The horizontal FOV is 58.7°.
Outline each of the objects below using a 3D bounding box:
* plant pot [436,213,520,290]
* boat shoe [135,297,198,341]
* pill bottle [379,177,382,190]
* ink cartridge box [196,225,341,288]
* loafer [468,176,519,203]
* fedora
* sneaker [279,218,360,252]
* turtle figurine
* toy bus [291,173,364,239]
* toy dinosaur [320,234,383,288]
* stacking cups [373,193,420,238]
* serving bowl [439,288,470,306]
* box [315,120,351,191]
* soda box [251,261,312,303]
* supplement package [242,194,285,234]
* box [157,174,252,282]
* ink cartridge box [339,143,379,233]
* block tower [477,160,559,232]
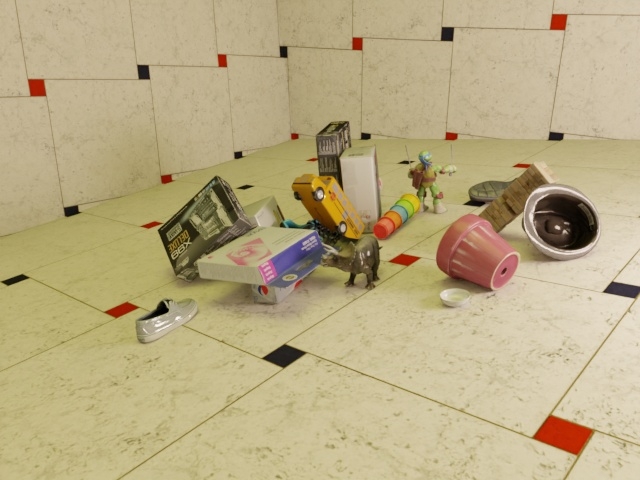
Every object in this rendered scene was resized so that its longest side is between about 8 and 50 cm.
[{"bbox_3d":[0.472,0.047,1.672,0.201,0.201,0.180,-20,39,-32],"label":"plant pot"},{"bbox_3d":[-0.446,0.212,1.660,0.079,0.081,0.227,5,23,30],"label":"boat shoe"},{"bbox_3d":[0.214,-0.252,2.719,0.160,0.087,0.087,-22,25,-36],"label":"pill bottle"},{"bbox_3d":[-0.155,0.041,1.770,0.330,0.071,0.324,3,22,32],"label":"ink cartridge box"},{"bbox_3d":[0.779,-0.198,2.411,0.303,0.095,0.109,-10,50,4],"label":"loafer"},{"bbox_3d":[0.751,-0.052,1.831,0.276,0.243,0.124,6,-10,-8],"label":"fedora"},{"bbox_3d":[0.000,0.000,2.013,0.341,0.139,0.125,3,20,21],"label":"sneaker"},{"bbox_3d":[0.471,-0.263,2.395,0.198,0.266,0.274,-5,20,4],"label":"turtle figurine"},{"bbox_3d":[0.032,-0.120,2.066,0.108,0.332,0.130,6,54,41],"label":"toy bus"},{"bbox_3d":[0.141,0.051,1.788,0.121,0.160,0.313,12,26,40],"label":"toy dinosaur"},{"bbox_3d":[0.303,-0.095,2.247,0.096,0.096,0.316,4,23,27],"label":"stacking cups"},{"bbox_3d":[0.376,0.164,1.592,0.083,0.027,0.083,-6,20,2],"label":"serving bowl"},{"bbox_3d":[0.072,-0.281,2.395,0.097,0.394,0.318,-1,21,12],"label":"box"},{"bbox_3d":[-0.116,0.100,1.835,0.091,0.098,0.286,1,21,25],"label":"soda box"},{"bbox_3d":[-0.264,-0.039,2.128,0.204,0.145,0.262,-20,16,17],"label":"supplement package"},{"bbox_3d":[-0.408,-0.041,1.983,0.307,0.076,0.242,-41,52,11],"label":"box"},{"bbox_3d":[0.169,-0.215,2.302,0.130,0.309,0.272,-3,19,11],"label":"ink cartridge box"},{"bbox_3d":[0.669,-0.137,1.963,0.097,0.091,0.335,-24,-19,-38],"label":"block tower"}]
